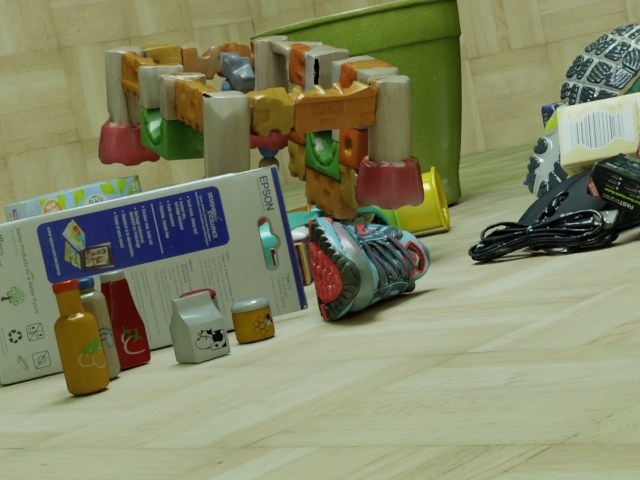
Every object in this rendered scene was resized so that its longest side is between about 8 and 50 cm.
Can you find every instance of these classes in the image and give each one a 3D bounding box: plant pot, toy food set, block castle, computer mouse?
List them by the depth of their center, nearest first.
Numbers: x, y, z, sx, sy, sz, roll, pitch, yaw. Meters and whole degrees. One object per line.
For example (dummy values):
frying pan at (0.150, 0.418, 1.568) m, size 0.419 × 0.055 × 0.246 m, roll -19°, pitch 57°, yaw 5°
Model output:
toy food set at (-0.161, 0.068, 1.522) m, size 0.232 × 0.104 × 0.111 m, roll -15°, pitch 6°, yaw -33°
computer mouse at (0.308, -0.041, 1.844) m, size 0.189 × 0.072 × 0.272 m, roll -9°, pitch 6°, yaw 39°
block castle at (-0.085, -0.126, 2.026) m, size 0.303 × 0.212 × 0.453 m, roll -8°, pitch 17°, yaw -24°
plant pot at (0.096, -0.215, 2.712) m, size 0.367 × 0.352 × 0.366 m, roll -13°, pitch 5°, yaw 1°

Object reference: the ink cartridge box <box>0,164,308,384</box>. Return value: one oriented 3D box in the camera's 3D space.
ink cartridge box at (-0.192, 0.033, 1.660) m, size 0.333 × 0.165 × 0.065 m, roll -12°, pitch 4°, yaw -12°

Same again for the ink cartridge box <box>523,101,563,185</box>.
ink cartridge box at (0.492, -0.161, 2.322) m, size 0.396 × 0.151 × 0.270 m, roll -11°, pitch 4°, yaw -4°

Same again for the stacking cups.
stacking cups at (0.023, -0.031, 2.282) m, size 0.316 × 0.096 × 0.096 m, roll -11°, pitch 5°, yaw 10°

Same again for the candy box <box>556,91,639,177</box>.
candy box at (0.469, -0.123, 1.941) m, size 0.317 × 0.087 × 0.183 m, roll -9°, pitch -21°, yaw 23°

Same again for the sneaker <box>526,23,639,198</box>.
sneaker at (0.378, -0.166, 2.135) m, size 0.110 × 0.275 × 0.107 m, roll 19°, pitch 15°, yaw -40°

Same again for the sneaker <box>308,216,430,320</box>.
sneaker at (0.052, 0.015, 1.643) m, size 0.125 × 0.104 × 0.262 m, roll -10°, pitch 5°, yaw 0°

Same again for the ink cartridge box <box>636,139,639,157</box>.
ink cartridge box at (0.440, -0.103, 1.690) m, size 0.172 × 0.100 × 0.237 m, roll 19°, pitch 9°, yaw 6°

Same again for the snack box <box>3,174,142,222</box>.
snack box at (-0.306, 0.016, 2.071) m, size 0.070 × 0.174 × 0.207 m, roll -10°, pitch 5°, yaw 32°

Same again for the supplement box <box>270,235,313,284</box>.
supplement box at (-0.033, 0.028, 1.981) m, size 0.043 × 0.055 × 0.083 m, roll -11°, pitch 4°, yaw 8°

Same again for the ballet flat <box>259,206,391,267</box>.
ballet flat at (0.000, 0.000, 2.107) m, size 0.247 × 0.083 × 0.087 m, roll -18°, pitch 22°, yaw -39°

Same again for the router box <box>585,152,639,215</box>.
router box at (0.364, -0.053, 1.731) m, size 0.122 × 0.038 × 0.092 m, roll 25°, pitch 22°, yaw 23°
